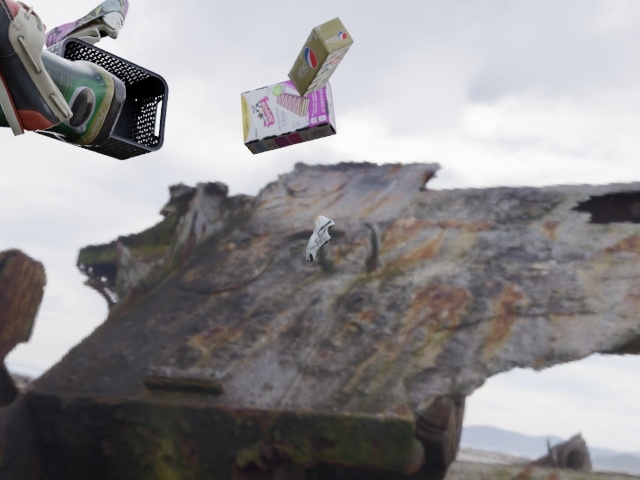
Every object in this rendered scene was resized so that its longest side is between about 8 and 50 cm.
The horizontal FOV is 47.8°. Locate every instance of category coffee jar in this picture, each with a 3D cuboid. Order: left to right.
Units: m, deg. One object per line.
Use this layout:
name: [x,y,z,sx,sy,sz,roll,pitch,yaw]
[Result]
coffee jar: [-0.296,-0.159,0.779,0.079,0.096,0.184,28,9,22]

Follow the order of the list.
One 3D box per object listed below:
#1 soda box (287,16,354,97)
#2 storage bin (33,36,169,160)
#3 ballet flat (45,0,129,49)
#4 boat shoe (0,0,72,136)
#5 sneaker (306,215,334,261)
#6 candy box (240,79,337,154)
soda box: [-0.003,-0.345,1.378,0.061,0.058,0.181,-31,-5,-23]
storage bin: [-0.319,-0.199,1.042,0.084,0.122,0.180,-7,-16,39]
ballet flat: [-0.500,-0.466,1.599,0.079,0.221,0.077,38,-31,26]
boat shoe: [-0.196,-0.128,0.461,0.043,0.049,0.137,-19,-42,-18]
sneaker: [0.000,0.000,1.254,0.037,0.083,0.032,18,-1,2]
candy box: [-0.084,-0.327,1.859,0.233,0.159,0.071,-13,-23,14]
